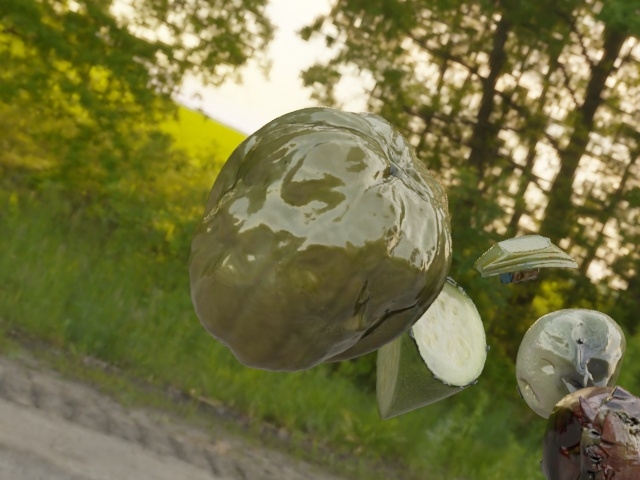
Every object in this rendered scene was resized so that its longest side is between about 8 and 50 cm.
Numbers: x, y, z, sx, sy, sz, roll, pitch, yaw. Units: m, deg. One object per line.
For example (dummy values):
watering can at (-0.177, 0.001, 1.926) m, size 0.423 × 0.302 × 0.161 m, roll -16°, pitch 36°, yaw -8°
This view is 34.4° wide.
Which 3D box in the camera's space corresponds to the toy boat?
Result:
toy boat at (0.317, 0.032, 1.583) m, size 0.172 × 0.066 × 0.065 m, roll -7°, pitch 28°, yaw -20°

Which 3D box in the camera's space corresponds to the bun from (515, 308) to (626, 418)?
bun at (0.569, 0.283, 2.306) m, size 0.273 × 0.273 × 0.168 m, roll 22°, pitch 3°, yaw -28°

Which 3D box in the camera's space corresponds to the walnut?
walnut at (0.000, 0.001, 1.117) m, size 0.253 × 0.277 × 0.282 m, roll 33°, pitch 20°, yaw -18°

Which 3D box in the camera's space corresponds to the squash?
squash at (0.114, 0.175, 1.599) m, size 0.189 × 0.189 × 0.260 m, roll 22°, pitch -32°, yaw -35°

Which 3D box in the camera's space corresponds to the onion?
onion at (0.427, 0.316, 1.468) m, size 0.281 × 0.221 × 0.281 m, roll 50°, pitch 6°, yaw -8°
